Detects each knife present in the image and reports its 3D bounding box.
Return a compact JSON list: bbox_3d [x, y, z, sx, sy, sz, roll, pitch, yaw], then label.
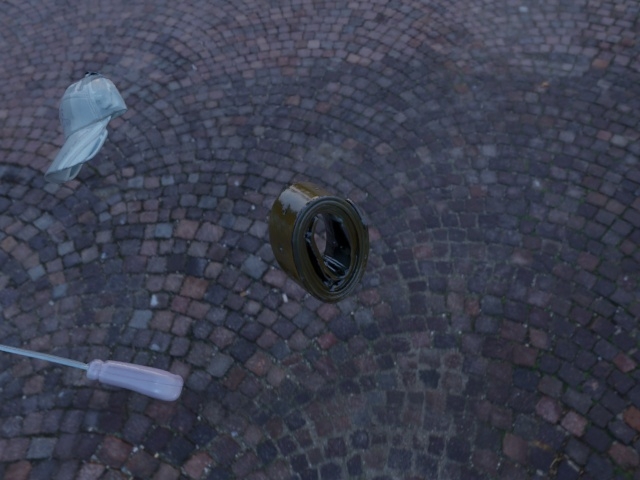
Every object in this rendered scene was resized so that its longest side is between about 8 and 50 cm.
[{"bbox_3d":[-0.372,0.180,0.849,0.336,0.081,0.043,19,76,-13],"label":"knife"}]

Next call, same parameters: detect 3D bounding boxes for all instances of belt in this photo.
[{"bbox_3d":[0.000,0.000,0.369,0.059,0.083,0.036,-38,42,-18],"label":"belt"}]

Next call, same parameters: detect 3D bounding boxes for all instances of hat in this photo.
[{"bbox_3d":[-0.527,-0.237,1.202,0.226,0.164,0.219,-47,18,-32],"label":"hat"}]
